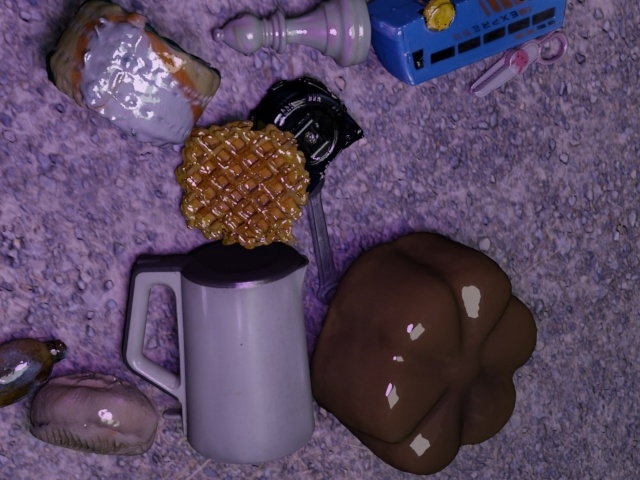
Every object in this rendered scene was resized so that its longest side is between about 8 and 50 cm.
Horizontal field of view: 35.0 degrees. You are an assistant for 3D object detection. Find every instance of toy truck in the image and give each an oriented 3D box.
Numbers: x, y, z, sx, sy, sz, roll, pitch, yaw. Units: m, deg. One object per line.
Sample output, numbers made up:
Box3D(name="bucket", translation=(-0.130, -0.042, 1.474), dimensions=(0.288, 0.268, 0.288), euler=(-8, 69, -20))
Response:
Box3D(name="toy truck", translation=(0.275, -0.427, 1.905), dimensions=(0.385, 0.161, 0.162), euler=(-23, 129, -17))

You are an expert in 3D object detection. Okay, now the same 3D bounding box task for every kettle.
Box3D(name="kettle", translation=(-0.196, 0.200, 1.927), dimensions=(0.361, 0.250, 0.376), euler=(0, 112, 4))

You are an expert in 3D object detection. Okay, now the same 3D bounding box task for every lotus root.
Box3D(name="lotus root", translation=(-0.548, 0.232, 1.825), dimensions=(0.192, 0.088, 0.113), euler=(-28, 137, -14))

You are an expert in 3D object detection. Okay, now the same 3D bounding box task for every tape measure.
Box3D(name="tape measure", translation=(-0.037, -0.198, 1.878), dimensions=(0.199, 0.112, 0.186), euler=(-49, 122, -1))

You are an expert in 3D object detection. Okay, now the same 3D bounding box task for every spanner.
Box3D(name="spanner", translation=(0.000, 0.000, 2.038), dimensions=(0.071, 0.017, 0.301), euler=(-22, 121, -17))

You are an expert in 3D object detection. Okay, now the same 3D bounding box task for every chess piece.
Box3D(name="chess piece", translation=(-0.056, -0.372, 1.795), dimensions=(0.272, 0.139, 0.139), euler=(-5, 114, -12))

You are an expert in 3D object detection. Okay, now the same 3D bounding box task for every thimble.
Box3D(name="thimble", translation=(-0.298, -0.266, 1.609), dimensions=(0.254, 0.288, 0.167), euler=(32, 94, -2))

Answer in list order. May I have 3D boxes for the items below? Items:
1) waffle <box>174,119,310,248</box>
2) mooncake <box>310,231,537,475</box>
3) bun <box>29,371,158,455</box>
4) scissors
Box3D(name="waffle", translation=(-0.141, -0.101, 1.835), dimensions=(0.254, 0.052, 0.245), euler=(4, 113, 10))
Box3D(name="mooncake", translation=(0.214, 0.224, 2.052), dimensions=(0.467, 0.262, 0.466), euler=(-17, 117, -35))
Box3D(name="bun", translation=(-0.408, 0.316, 1.870), dimensions=(0.239, 0.239, 0.141), euler=(20, 66, -32))
Box3D(name="scissors", translation=(0.400, -0.369, 2.065), dimensions=(0.242, 0.030, 0.118), euler=(-37, 122, -10))
